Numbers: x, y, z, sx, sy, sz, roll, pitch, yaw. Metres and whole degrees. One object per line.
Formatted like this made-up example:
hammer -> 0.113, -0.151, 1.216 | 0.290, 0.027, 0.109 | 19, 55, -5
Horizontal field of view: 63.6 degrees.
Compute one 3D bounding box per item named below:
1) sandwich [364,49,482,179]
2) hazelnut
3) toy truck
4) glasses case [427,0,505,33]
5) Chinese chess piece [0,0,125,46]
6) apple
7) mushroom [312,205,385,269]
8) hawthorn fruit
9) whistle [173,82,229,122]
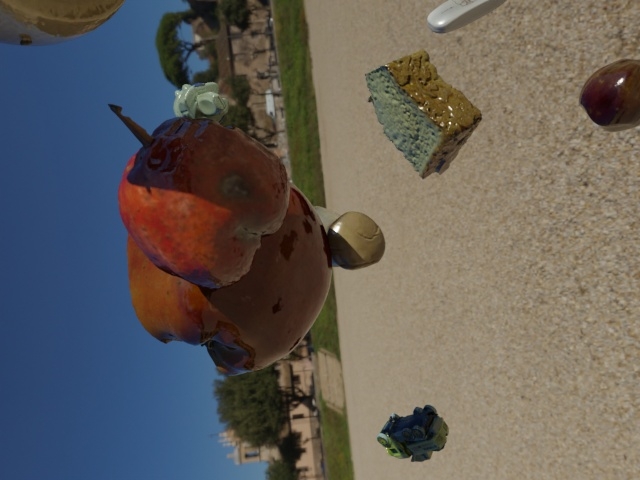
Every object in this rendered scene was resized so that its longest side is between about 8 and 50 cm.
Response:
sandwich -> 0.257, -0.352, 1.379 | 0.325, 0.131, 0.262 | 53, 168, 14
hazelnut -> 0.913, -0.439, 1.565 | 0.234, 0.218, 0.217 | -59, -32, -60
toy truck -> 0.240, 0.490, 1.285 | 0.116, 0.191, 0.085 | 51, -135, -3
glasses case -> 0.336, -0.531, 1.176 | 0.074, 0.193, 0.049 | 62, 178, 42
Chinese chess piece -> -0.281, -0.311, 0.454 | 0.273, 0.102, 0.273 | -13, -76, -63
apple -> -0.145, 0.037, 0.881 | 0.295, 0.329, 0.364 | 93, -177, -47
mushroom -> 0.002, -0.008, 1.211 | 0.407, 0.138, 0.154 | -2, 67, 62
hawthorn fruit -> -0.160, -0.071, 0.623 | 0.243, 0.207, 0.207 | 45, -163, -25
whistle -> -0.259, -0.293, 1.127 | 0.244, 0.092, 0.110 | 12, 138, 58
